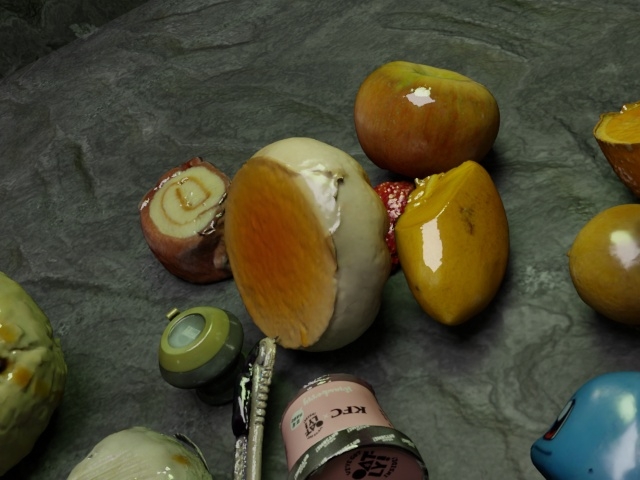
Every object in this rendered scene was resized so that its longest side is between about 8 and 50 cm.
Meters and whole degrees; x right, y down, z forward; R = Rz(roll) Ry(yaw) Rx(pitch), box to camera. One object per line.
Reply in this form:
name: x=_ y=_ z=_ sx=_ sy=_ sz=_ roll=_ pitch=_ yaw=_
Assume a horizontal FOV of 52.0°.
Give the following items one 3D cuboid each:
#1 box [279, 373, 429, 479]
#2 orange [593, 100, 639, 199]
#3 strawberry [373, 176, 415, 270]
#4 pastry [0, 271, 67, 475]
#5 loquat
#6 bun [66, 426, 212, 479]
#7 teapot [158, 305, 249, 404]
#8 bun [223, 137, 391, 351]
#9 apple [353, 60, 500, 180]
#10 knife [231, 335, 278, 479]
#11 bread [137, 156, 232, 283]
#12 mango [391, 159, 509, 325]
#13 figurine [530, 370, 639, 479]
box: x=0.026 y=0.236 z=0.727 sx=0.151 sy=0.151 sz=0.135 roll=-30 pitch=30 yaw=2
orange: x=0.492 y=-0.127 z=0.726 sx=0.310 sy=0.274 sz=0.274 roll=-53 pitch=11 yaw=54
strawberry: x=0.099 y=-0.024 z=1.008 sx=0.146 sy=0.082 sz=0.187 roll=3 pitch=55 yaw=43
pastry: x=-0.590 y=0.213 z=0.984 sx=0.312 sy=0.388 sz=0.388 roll=-47 pitch=15 yaw=54
loquat: x=0.349 y=0.029 z=0.738 sx=0.141 sy=0.141 sz=0.141 roll=-17 pitch=41 yaw=16
bun: x=-0.216 y=0.340 z=0.770 sx=0.239 sy=0.141 sz=0.239 roll=-20 pitch=44 yaw=21
teapot: x=-0.170 y=0.157 z=0.945 sx=0.130 sy=0.119 sz=0.165 roll=-39 pitch=39 yaw=-13
bun: x=0.000 y=0.000 z=0.911 sx=0.165 sy=0.299 sz=0.299 roll=-15 pitch=28 yaw=-35
apple: x=0.162 y=-0.181 z=1.032 sx=0.210 sy=0.173 sz=0.235 roll=4 pitch=23 yaw=-21
knife: x=-0.090 y=0.279 z=0.789 sx=0.089 sy=0.043 sz=0.365 roll=124 pitch=156 yaw=-47
bread: x=-0.216 y=-0.027 z=1.164 sx=0.190 sy=0.123 sz=0.244 roll=-41 pitch=40 yaw=-9
mango: x=0.175 y=0.001 z=0.865 sx=0.126 sy=0.154 sz=0.252 roll=-27 pitch=36 yaw=38
figurine: x=0.194 y=0.302 z=0.443 sx=0.243 sy=0.298 sz=0.416 roll=-14 pitch=64 yaw=21
